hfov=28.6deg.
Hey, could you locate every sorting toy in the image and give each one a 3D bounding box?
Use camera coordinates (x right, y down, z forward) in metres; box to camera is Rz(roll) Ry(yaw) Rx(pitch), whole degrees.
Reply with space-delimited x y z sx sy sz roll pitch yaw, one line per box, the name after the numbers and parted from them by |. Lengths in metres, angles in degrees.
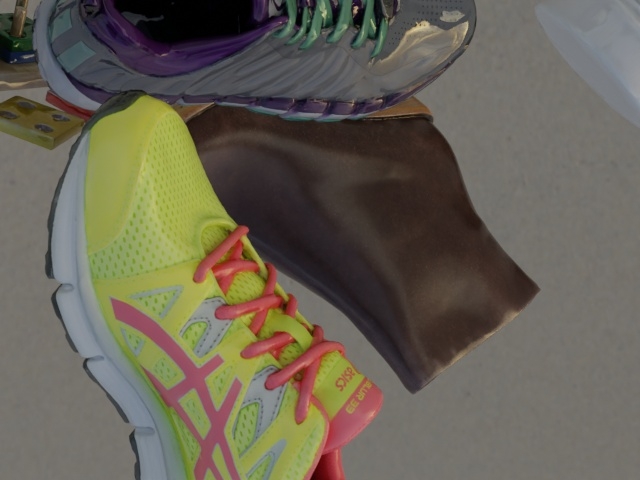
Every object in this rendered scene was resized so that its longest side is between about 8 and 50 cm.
-0.233 -0.138 0.798 0.132 0.274 0.046 -16 131 -53 | sorting toy

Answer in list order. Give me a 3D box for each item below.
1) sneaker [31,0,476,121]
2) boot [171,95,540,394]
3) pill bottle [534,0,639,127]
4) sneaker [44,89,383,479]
-0.011 -0.097 0.567 0.224 0.083 0.098 -11 180 -25 | sneaker
0.000 0.000 0.728 0.248 0.207 0.090 -28 170 -36 | boot
0.322 -0.235 0.938 0.318 0.176 0.176 -42 127 5 | pill bottle
-0.025 0.043 0.447 0.094 0.081 0.208 -9 109 25 | sneaker
